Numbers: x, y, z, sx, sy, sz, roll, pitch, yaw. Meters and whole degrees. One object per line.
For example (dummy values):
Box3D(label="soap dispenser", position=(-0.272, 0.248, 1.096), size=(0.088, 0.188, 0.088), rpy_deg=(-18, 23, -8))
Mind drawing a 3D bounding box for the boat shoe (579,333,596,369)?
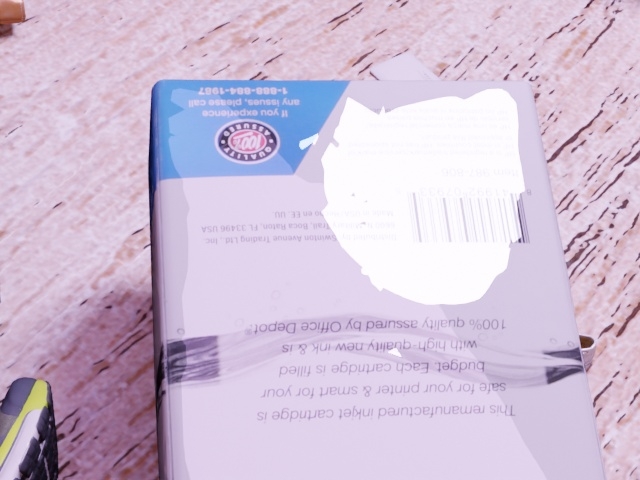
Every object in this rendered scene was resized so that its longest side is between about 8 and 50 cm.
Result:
Box3D(label="boat shoe", position=(0.180, 0.086, 1.203), size=(0.100, 0.035, 0.035), rpy_deg=(8, 47, -3))

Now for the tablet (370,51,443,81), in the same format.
Box3D(label="tablet", position=(0.094, -0.153, 1.430), size=(0.054, 0.006, 0.083), rpy_deg=(-27, 57, -30))

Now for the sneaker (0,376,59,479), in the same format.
Box3D(label="sneaker", position=(-0.271, 0.200, 0.975), size=(0.121, 0.111, 0.300), rpy_deg=(17, 45, 12))

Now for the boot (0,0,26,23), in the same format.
Box3D(label="boot", position=(-0.379, -0.266, 1.410), size=(0.152, 0.073, 0.197), rpy_deg=(-13, 63, -20))

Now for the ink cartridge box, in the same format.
Box3D(label="ink cartridge box", position=(0.026, 0.091, 1.031), size=(0.285, 0.166, 0.395), rpy_deg=(0, 61, -9))
